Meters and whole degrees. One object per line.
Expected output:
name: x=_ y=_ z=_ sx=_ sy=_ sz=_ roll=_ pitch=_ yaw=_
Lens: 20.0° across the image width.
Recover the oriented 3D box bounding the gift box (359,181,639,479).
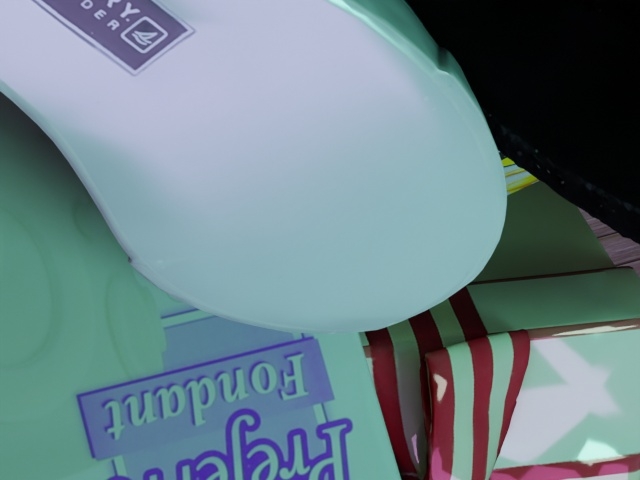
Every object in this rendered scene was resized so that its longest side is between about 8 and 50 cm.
gift box: x=0.014 y=0.102 z=0.957 sx=0.276 sy=0.255 sz=0.258 roll=-10 pitch=-148 yaw=-9

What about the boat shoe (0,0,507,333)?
boat shoe: x=-0.052 y=-0.077 z=0.479 sx=0.108 sy=0.102 sz=0.301 roll=-32 pitch=136 yaw=21

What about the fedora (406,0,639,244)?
fedora: x=0.095 y=-0.126 z=0.417 sx=0.152 sy=0.334 sz=0.334 roll=-45 pitch=175 yaw=-11

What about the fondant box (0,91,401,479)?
fondant box: x=-0.116 y=0.030 z=0.592 sx=0.238 sy=0.330 sz=0.096 roll=-14 pitch=170 yaw=-14

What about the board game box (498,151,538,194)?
board game box: x=0.024 y=-0.083 z=0.723 sx=0.142 sy=0.144 sz=0.275 roll=-8 pitch=169 yaw=-39
